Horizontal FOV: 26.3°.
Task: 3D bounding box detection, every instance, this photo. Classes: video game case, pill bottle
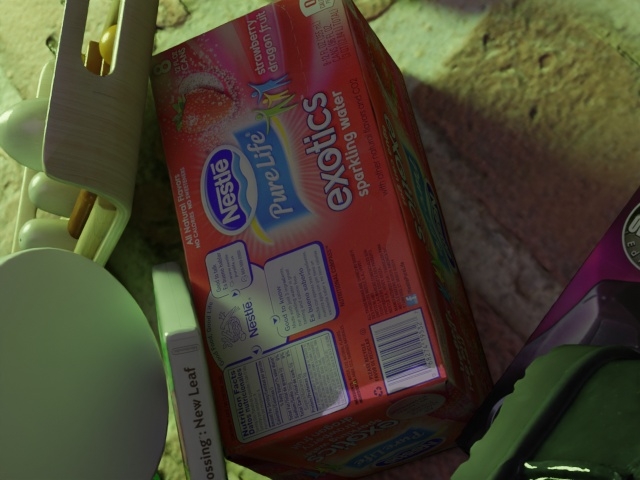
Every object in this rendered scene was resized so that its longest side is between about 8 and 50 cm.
[{"bbox_3d":[-0.075,0.124,0.836,0.023,0.212,0.193,-10,100,-7],"label":"video game case"},{"bbox_3d":[-0.289,0.132,0.908,0.363,0.210,0.210,-17,64,34],"label":"pill bottle"}]

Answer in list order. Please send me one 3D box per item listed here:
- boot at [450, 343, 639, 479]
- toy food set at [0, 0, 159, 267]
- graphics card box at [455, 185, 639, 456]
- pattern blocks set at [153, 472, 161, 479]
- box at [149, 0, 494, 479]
[{"bbox_3d":[0.197,0.201,0.519,0.445,0.146,0.367,1,55,53],"label":"boot"},{"bbox_3d":[-0.184,-0.091,0.972,0.092,0.306,0.220,10,69,-15],"label":"toy food set"},{"bbox_3d":[0.281,0.045,0.816,0.233,0.094,0.371,35,87,29],"label":"graphics card box"},{"bbox_3d":[-0.219,0.294,0.968,0.325,0.026,0.285,-45,61,1],"label":"pattern blocks set"},{"bbox_3d":[0.000,0.000,0.922,0.154,0.142,0.300,-22,63,14],"label":"box"}]
